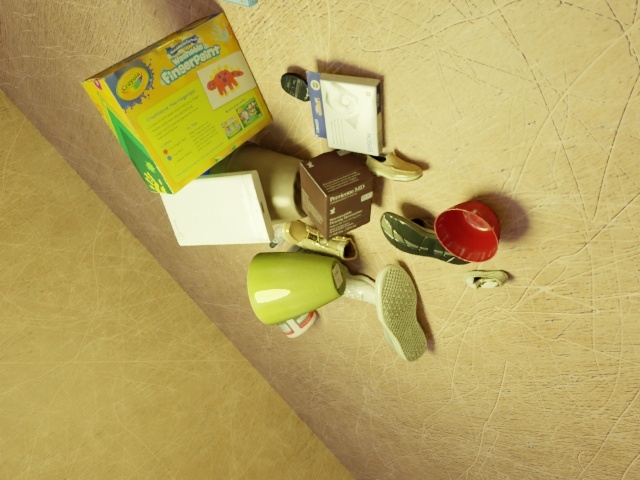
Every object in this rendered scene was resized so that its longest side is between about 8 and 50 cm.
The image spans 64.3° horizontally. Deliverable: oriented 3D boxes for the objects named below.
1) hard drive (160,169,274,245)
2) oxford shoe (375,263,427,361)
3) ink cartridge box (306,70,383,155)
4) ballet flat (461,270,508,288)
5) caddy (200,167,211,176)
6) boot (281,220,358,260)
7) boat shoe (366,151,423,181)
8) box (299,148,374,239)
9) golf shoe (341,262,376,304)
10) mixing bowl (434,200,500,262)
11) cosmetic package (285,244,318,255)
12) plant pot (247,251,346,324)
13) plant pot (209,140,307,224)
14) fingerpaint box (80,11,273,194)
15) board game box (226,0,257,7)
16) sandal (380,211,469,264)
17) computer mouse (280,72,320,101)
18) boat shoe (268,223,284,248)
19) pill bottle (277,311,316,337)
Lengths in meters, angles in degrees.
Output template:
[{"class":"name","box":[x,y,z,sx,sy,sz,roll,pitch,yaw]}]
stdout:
[{"class":"hard drive","box":[-0.337,-0.097,1.638,0.353,0.047,0.233,-2,117,24]},{"class":"oxford shoe","box":[0.274,0.262,1.858,0.130,0.169,0.449,40,158,53]},{"class":"ink cartridge box","box":[0.062,-0.353,1.423,0.224,0.045,0.223,15,139,23]},{"class":"ballet flat","box":[0.482,0.121,1.530,0.057,0.052,0.168,52,148,-14]},{"class":"caddy","box":[-0.477,-0.329,1.930,0.241,0.179,0.341,28,151,-11]},{"class":"boot","box":[0.000,0.000,1.840,0.203,0.095,0.262,13,166,39]},{"class":"boat shoe","box":[0.203,-0.215,1.447,0.190,0.068,0.072,15,127,40]},{"class":"box","box":[0.047,-0.144,1.562,0.167,0.168,0.203,55,159,34]},{"class":"golf shoe","box":[0.104,0.185,1.967,0.306,0.140,0.115,28,144,22]},{"class":"mixing bowl","box":[0.412,-0.040,1.376,0.181,0.098,0.181,29,146,22]},{"class":"cosmetic package","box":[-0.090,0.140,2.124,0.151,0.151,0.183,30,146,22]},{"class":"plant pot","box":[-0.068,0.153,1.847,0.294,0.274,0.274,-11,123,23]},{"class":"plant pot","box":[-0.175,-0.176,1.741,0.280,0.323,0.323,7,135,23]},{"class":"fingerpaint box","box":[-0.411,-0.416,1.549,0.163,0.445,0.371,11,136,44]},{"class":"board game box","box":[-0.253,-0.750,1.360,0.160,0.039,0.211,27,145,26]},{"class":"sandal","box":[0.323,-0.012,1.539,0.303,0.086,0.120,20,138,10]},{"class":"computer mouse","box":[-0.011,-0.423,1.480,0.242,0.041,0.071,31,139,10]},{"class":"boat shoe","box":[-0.177,-0.015,2.126,0.066,0.063,0.184,46,149,-3]},{"class":"pill bottle","box":[-0.178,0.284,2.375,0.318,0.176,0.176,53,148,-15]}]
